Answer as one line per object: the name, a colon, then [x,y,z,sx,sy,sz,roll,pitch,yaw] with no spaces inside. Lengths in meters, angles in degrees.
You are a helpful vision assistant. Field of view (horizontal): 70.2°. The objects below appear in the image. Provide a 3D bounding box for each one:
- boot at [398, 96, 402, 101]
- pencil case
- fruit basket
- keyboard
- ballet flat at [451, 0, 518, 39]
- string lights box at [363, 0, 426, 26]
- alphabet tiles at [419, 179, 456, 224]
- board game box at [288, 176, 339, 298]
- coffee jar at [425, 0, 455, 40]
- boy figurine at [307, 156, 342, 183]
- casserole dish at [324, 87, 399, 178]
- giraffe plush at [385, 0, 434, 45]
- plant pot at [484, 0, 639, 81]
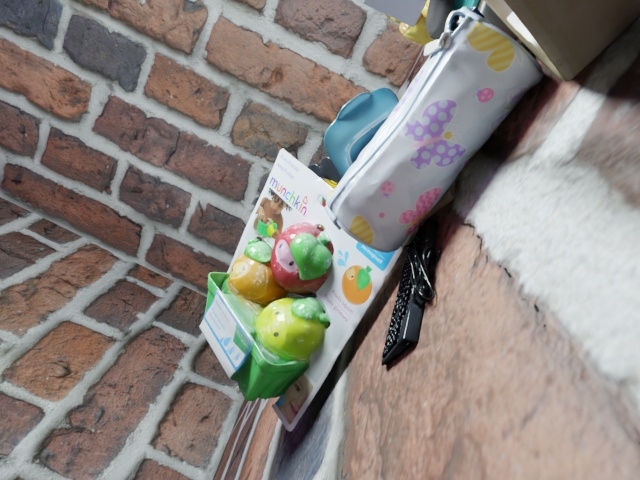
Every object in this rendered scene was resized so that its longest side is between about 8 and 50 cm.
boot: [0.144,-0.157,0.929,0.236,0.089,0.269,-118,53,-86]
pencil case: [0.117,-0.113,0.516,0.124,0.113,0.273,-1,-46,-48]
fruit basket: [-0.065,0.068,0.748,0.327,0.165,0.353,45,121,39]
keyboard: [0.099,0.041,0.525,0.100,0.038,0.192,-60,6,46]
ballet flat: [0.241,-0.359,0.510,0.139,0.139,0.400,-70,-9,-63]
string lights box: [0.144,-0.413,0.599,0.133,0.076,0.260,118,177,-54]
alphabet tiles: [0.154,-0.146,0.704,0.285,0.011,0.342,-43,25,50]
board game box: [0.000,0.000,0.987,0.053,0.193,0.305,88,-158,-56]
coffee jar: [0.233,-0.363,0.690,0.184,0.079,0.096,-40,-30,-37]
boy figurine: [0.106,-0.205,1.169,0.285,0.092,0.177,-32,9,-38]
casserole dish: [0.077,-0.118,0.613,0.114,0.037,0.188,-37,-34,2]
giraffe plush: [0.274,-0.525,1.006,0.181,0.210,0.170,-30,-18,-47]
plant pot: [0.170,-0.323,0.287,0.280,0.323,0.323,-43,14,30]
